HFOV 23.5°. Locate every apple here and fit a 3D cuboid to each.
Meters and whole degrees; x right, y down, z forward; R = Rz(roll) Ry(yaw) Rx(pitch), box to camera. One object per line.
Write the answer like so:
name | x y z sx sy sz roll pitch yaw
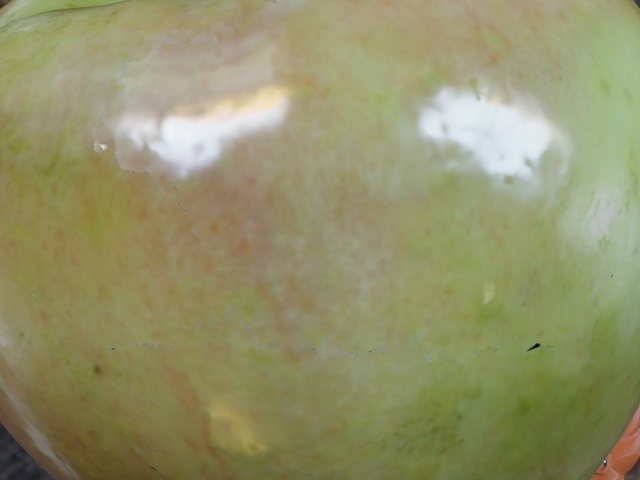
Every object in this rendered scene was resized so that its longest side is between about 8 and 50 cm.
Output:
apple | 0.000 0.000 0.656 0.319 0.319 0.277 -17 114 -1

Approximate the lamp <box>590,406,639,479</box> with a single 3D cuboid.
lamp | 0.196 0.163 1.346 0.187 0.164 0.187 -11 113 -27
